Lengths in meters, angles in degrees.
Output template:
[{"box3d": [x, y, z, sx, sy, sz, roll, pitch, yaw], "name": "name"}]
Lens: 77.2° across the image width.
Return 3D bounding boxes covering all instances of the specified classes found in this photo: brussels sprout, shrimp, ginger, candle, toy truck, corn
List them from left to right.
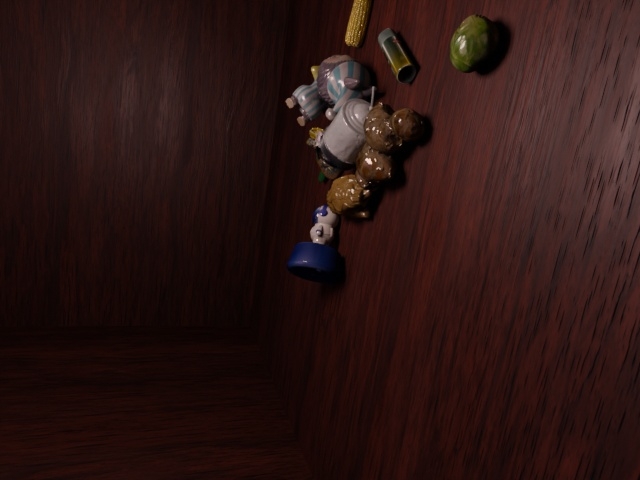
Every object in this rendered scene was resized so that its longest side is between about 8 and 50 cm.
[{"box3d": [-0.007, -0.586, 2.313, 0.227, 0.098, 0.114, -128, 53, -62], "name": "toy truck"}, {"box3d": [0.055, -0.432, 2.065, 0.198, 0.051, 0.262, 50, 146, 1], "name": "shrimp"}, {"box3d": [0.143, -0.469, 1.732, 0.342, 0.221, 0.221, 135, 136, -58], "name": "candle"}, {"box3d": [0.184, -1.060, 1.924, 0.093, 0.093, 0.244, -124, 44, -58], "name": "corn"}, {"box3d": [0.236, -0.351, 1.529, 0.256, 0.176, 0.375, 60, 137, 38], "name": "ginger"}, {"box3d": [0.434, -0.560, 1.142, 0.155, 0.118, 0.155, 174, 90, -71], "name": "brussels sprout"}]

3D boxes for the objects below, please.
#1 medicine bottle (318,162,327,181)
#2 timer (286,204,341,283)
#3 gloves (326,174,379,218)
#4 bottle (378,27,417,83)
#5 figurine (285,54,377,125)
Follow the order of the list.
[{"box3d": [0.047, -0.421, 2.181, 0.260, 0.064, 0.095, 120, 143, -47], "name": "medicine bottle"}, {"box3d": [0.000, 0.000, 2.029, 0.270, 0.270, 0.383, 144, 142, -63], "name": "timer"}, {"box3d": [0.130, -0.190, 1.795, 0.356, 0.155, 0.203, -7, 91, 62], "name": "gloves"}, {"box3d": [0.298, -0.729, 1.575, 0.082, 0.082, 0.286, 118, 149, -46], "name": "bottle"}, {"box3d": [0.063, -0.685, 1.785, 0.266, 0.361, 0.378, 55, 172, -16], "name": "figurine"}]
